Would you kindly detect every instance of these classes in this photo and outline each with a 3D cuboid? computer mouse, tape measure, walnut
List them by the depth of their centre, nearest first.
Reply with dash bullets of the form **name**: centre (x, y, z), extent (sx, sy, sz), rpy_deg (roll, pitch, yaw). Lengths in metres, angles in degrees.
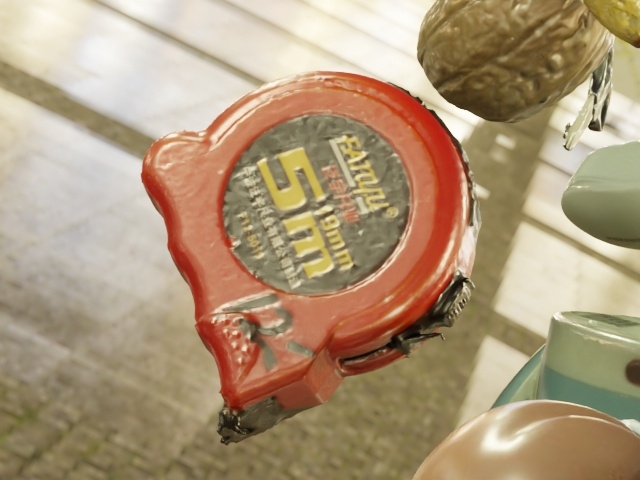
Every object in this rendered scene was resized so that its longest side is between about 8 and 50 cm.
- **tape measure**: centre (0.000, -0.001, 1.395), extent (0.114, 0.260, 0.253), rpy_deg (64, 3, -71)
- **computer mouse**: centre (0.334, -0.041, 1.647), extent (0.231, 0.079, 0.128), rpy_deg (-10, -28, 26)
- **walnut**: centre (0.209, -0.216, 1.869), extent (0.178, 0.230, 0.178), rpy_deg (35, 41, -37)

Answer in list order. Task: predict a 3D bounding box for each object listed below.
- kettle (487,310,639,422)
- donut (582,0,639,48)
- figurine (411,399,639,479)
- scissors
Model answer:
- **kettle**: centre (0.218, 0.228, 1.212), extent (0.319, 0.342, 0.247), rpy_deg (13, 6, 38)
- **donut**: centre (0.299, -0.265, 1.654), extent (0.141, 0.085, 0.217), rpy_deg (29, -31, -4)
- **figurine**: centre (0.241, 0.109, 0.805), extent (0.388, 0.277, 0.248), rpy_deg (-37, 100, -53)
- **scissors**: centre (0.312, -0.151, 2.108), extent (0.022, 0.109, 0.300), rpy_deg (8, 23, 17)
